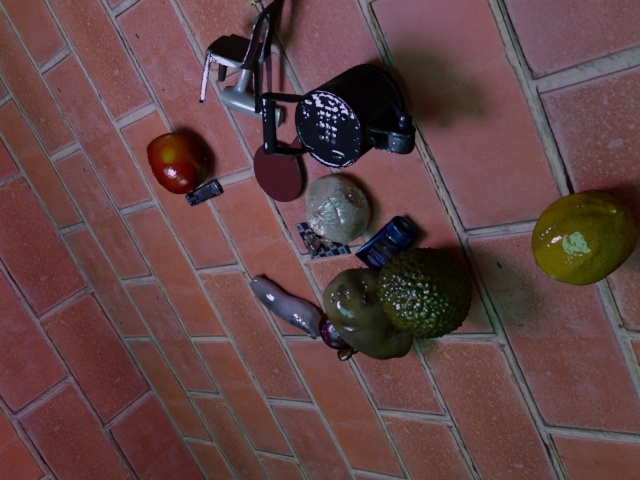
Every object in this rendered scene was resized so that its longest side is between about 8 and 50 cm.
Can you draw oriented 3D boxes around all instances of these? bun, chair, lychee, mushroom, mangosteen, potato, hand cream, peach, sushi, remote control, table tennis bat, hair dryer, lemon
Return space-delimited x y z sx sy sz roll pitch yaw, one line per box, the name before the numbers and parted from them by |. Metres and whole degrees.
bun | 0.035 -0.089 1.991 0.221 0.134 0.220 25 134 28
chair | -0.211 -0.529 1.823 0.183 0.175 0.326 17 128 6
lychee | 0.286 0.145 1.835 0.270 0.320 0.269 8 109 24
mushroom | -0.127 0.237 2.425 0.351 0.097 0.109 30 135 27
mangosteen | 0.084 0.301 2.220 0.166 0.166 0.180 -1 121 44
potato | 0.156 0.238 2.060 0.351 0.218 0.202 56 171 -21
hand cream | 0.196 0.021 1.994 0.120 0.061 0.270 42 147 4
peach | -0.504 -0.270 2.323 0.226 0.190 0.196 29 146 15
sushi | 0.000 0.000 2.172 0.201 0.031 0.139 -10 111 47
remote control | -0.430 -0.171 2.452 0.212 0.028 0.059 -17 105 49
table tennis bat | -0.119 -0.234 2.103 0.200 0.038 0.310 48 141 3
hair dryer | -0.190 -0.475 1.985 0.207 0.075 0.237 25 126 19
lemon | 0.582 -0.005 1.486 0.204 0.204 0.260 46 143 6

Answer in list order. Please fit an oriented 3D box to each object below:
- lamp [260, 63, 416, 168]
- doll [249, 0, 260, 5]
lamp | 0.070 -0.319 1.681 0.375 0.272 0.204 11 128 13
doll | -0.214 -0.731 1.785 0.129 0.081 0.207 -5 113 59
